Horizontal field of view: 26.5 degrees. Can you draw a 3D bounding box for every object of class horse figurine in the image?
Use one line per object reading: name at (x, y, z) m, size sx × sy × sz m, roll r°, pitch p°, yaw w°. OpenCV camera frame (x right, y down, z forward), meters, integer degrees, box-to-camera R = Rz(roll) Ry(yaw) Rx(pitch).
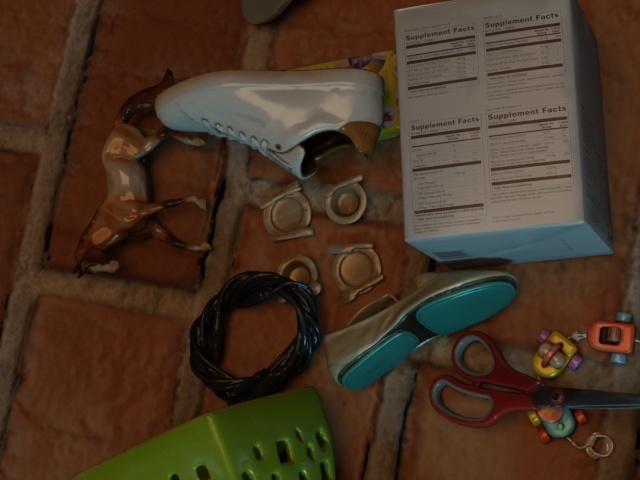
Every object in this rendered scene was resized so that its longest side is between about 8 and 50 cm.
horse figurine at (-0.224, -0.082, 1.738) m, size 0.175 × 0.066 × 0.263 m, roll -3°, pitch 81°, yaw 13°

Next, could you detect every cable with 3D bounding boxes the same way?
cable at (-0.079, 0.112, 1.655) m, size 0.184 × 0.047 × 0.150 m, roll -48°, pitch 61°, yaw 17°

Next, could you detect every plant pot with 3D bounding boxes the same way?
plant pot at (-0.106, 0.307, 1.522) m, size 0.228 × 0.227 × 0.207 m, roll -29°, pitch 77°, yaw 28°

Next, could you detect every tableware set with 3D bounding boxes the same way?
tableware set at (0.000, 0.000, 1.665) m, size 0.141 × 0.020 × 0.168 m, roll -15°, pitch 75°, yaw 16°

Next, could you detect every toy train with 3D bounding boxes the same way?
toy train at (0.293, 0.154, 1.515) m, size 0.125 × 0.046 × 0.166 m, roll 11°, pitch 83°, yaw 22°

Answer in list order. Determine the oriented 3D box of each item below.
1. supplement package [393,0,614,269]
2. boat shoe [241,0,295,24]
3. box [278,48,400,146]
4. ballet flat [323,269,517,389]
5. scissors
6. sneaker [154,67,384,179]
supplement package at (0.207, -0.118, 1.516) m, size 0.198 × 0.199 × 0.262 m, roll -6°, pitch 78°, yaw 19°
boat shoe at (-0.020, -0.335, 1.718) m, size 0.183 × 0.083 × 0.065 m, roll -41°, pitch 66°, yaw 37°
box at (0.038, -0.172, 1.673) m, size 0.179 × 0.043 × 0.105 m, roll -8°, pitch 77°, yaw 21°
ballet flat at (0.109, 0.083, 1.583) m, size 0.248 × 0.086 × 0.086 m, roll -31°, pitch 71°, yaw 13°
scissors at (0.244, 0.180, 1.491) m, size 0.297 × 0.021 × 0.109 m, roll 17°, pitch 84°, yaw 41°
sneaker at (-0.069, -0.135, 1.625) m, size 0.290 × 0.106 × 0.123 m, roll -2°, pitch 77°, yaw 19°
